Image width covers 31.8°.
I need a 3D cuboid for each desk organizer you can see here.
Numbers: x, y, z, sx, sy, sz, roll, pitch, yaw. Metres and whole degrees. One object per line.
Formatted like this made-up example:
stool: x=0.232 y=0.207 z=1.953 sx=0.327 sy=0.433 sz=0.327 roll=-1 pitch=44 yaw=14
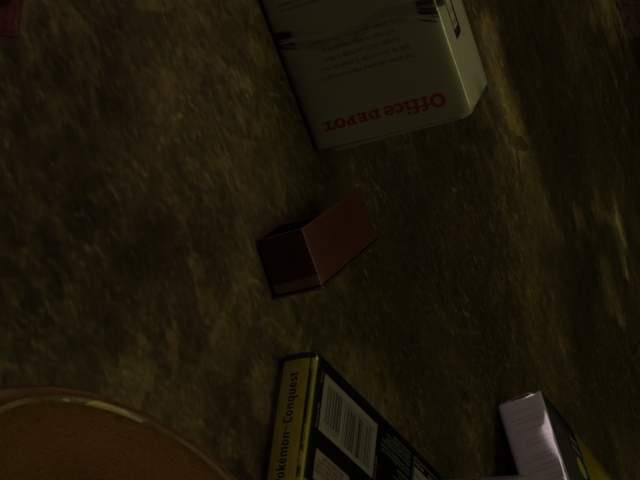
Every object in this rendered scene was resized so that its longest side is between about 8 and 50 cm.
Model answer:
desk organizer: x=0.000 y=0.000 z=0.926 sx=0.130 sy=0.047 sz=0.050 roll=-37 pitch=110 yaw=-61

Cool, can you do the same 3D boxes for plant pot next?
plant pot: x=-0.095 y=0.149 z=0.527 sx=0.236 sy=0.032 sz=0.236 roll=32 pitch=21 yaw=-14

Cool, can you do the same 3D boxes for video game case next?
video game case: x=0.032 y=0.260 z=0.899 sx=0.275 sy=0.035 sz=0.248 roll=49 pitch=38 yaw=-46

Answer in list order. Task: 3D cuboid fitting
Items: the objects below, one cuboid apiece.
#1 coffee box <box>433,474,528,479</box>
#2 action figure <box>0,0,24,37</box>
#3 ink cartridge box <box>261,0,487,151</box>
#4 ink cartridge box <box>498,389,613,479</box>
coffee box: x=0.058 y=0.266 z=0.772 sx=0.297 sy=0.119 sz=0.168 roll=6 pitch=75 yaw=-63
action figure: x=-0.165 y=-0.137 z=0.436 sx=0.370 sy=0.276 sz=0.248 roll=-75 pitch=152 yaw=-65
ink cartridge box: x=0.041 y=-0.196 z=0.969 sx=0.203 sy=0.148 sz=0.086 roll=69 pitch=26 yaw=-20
ink cartridge box: x=0.318 y=0.370 z=1.301 sx=0.303 sy=0.072 sz=0.307 roll=49 pitch=21 yaw=-47
